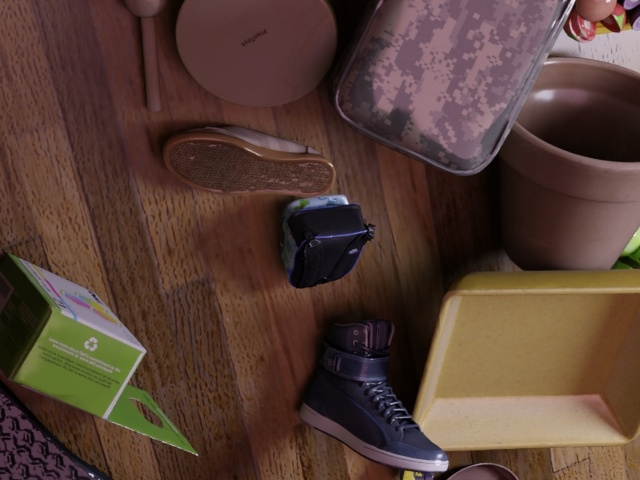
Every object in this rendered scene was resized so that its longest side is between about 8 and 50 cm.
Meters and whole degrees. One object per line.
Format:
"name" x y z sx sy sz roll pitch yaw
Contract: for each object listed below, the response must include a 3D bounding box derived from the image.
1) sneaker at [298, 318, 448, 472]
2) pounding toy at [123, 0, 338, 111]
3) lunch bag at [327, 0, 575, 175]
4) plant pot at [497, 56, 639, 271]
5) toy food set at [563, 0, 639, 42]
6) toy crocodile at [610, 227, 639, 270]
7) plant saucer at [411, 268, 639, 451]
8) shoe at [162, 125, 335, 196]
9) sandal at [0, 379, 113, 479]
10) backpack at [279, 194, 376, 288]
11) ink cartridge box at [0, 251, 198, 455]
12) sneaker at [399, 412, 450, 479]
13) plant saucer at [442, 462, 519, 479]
"sneaker" 0.081 0.190 1.851 0.086 0.226 0.163 5 105 -55
"pounding toy" -0.095 -0.254 1.675 0.236 0.110 0.183 -4 126 7
"lunch bag" 0.149 -0.248 1.696 0.212 0.256 0.305 24 99 -8
"plant pot" 0.328 -0.076 1.871 0.263 0.263 0.229 -10 131 -22
"toy food set" 0.369 -0.298 1.835 0.217 0.071 0.128 -10 131 -1
"toy crocodile" 0.407 0.071 2.022 0.115 0.105 0.340 40 90 -31
"plant saucer" 0.287 0.145 1.898 0.332 0.081 0.333 0 136 -10
"shoe" -0.090 -0.095 1.753 0.219 0.058 0.077 9 117 -25
"sandal" -0.334 0.313 1.774 0.167 0.107 0.446 -37 108 -7
"backpack" 0.000 0.000 1.805 0.105 0.084 0.114 -9 146 -20
"ink cartridge box" -0.253 0.131 1.680 0.255 0.189 0.097 28 94 -33
"sneaker" 0.139 0.278 2.008 0.053 0.059 0.144 19 82 -3
"plant saucer" 0.214 0.390 2.096 0.168 0.029 0.169 -9 113 -22
